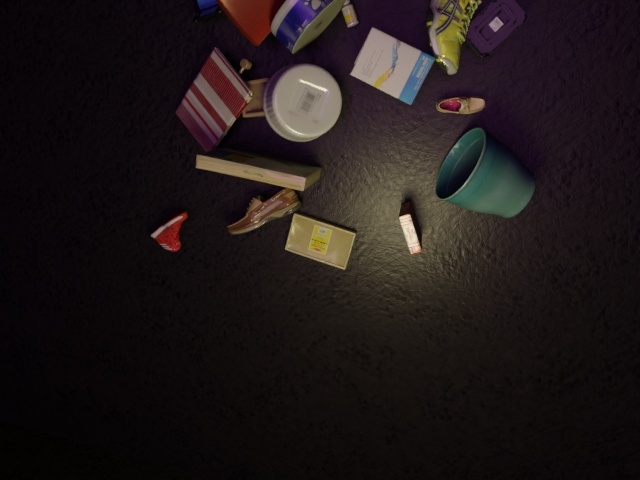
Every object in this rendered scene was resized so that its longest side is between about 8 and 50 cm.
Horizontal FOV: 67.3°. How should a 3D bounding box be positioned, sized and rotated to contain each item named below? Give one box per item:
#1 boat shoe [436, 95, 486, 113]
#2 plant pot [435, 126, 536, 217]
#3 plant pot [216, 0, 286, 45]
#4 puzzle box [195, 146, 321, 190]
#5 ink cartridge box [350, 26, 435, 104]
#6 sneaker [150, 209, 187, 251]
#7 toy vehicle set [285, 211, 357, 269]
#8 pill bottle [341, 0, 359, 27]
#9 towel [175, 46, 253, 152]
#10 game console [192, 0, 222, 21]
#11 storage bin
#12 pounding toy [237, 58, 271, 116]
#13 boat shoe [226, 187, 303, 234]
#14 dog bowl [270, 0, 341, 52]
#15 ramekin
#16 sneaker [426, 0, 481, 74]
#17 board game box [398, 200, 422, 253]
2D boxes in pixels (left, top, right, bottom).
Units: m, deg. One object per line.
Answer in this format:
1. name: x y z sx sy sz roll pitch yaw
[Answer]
1. boat shoe: 0.493 -0.472 1.685 0.170 0.059 0.063 -2 108 13
2. plant pot: 0.582 -0.209 1.657 0.255 0.271 0.271 25 112 -11
3. plant pot: -0.253 -0.864 1.569 0.267 0.236 0.267 -41 63 21
4. puzzle box: -0.221 -0.275 1.799 0.409 0.272 0.052 14 110 9
5. ink cartridge box: 0.247 -0.593 1.639 0.233 0.171 0.168 27 112 2
6. sneaker: -0.622 -0.035 2.081 0.221 0.087 0.128 -28 109 32
7. toy vehicle set: 0.000 0.000 1.967 0.267 0.035 0.166 19 111 6
8. pill bottle: 0.101 -0.791 1.674 0.043 0.043 0.083 -17 103 17
9. towel: -0.408 -0.523 1.827 0.237 0.037 0.329 51 123 8
10. game console: -0.415 -0.865 1.752 0.122 0.107 0.071 -12 134 17
11. storage bin: 0.567 -0.703 1.578 0.122 0.084 0.180 46 112 -5
12. pounding toy: -0.250 -0.571 1.805 0.181 0.094 0.206 -1 102 23
13. boat shoe: -0.233 -0.124 1.943 0.324 0.122 0.119 -23 97 10
14. dog bowl: -0.039 -0.755 1.598 0.265 0.265 0.104 -41 98 21
15. ramekin: -0.058 -0.490 1.703 0.277 0.135 0.277 -3 102 -14
16. sneaker: 0.424 -0.724 1.515 0.147 0.145 0.384 -1 92 29
17. board game box: 0.336 -0.052 1.790 0.045 0.193 0.146 -16 105 17
